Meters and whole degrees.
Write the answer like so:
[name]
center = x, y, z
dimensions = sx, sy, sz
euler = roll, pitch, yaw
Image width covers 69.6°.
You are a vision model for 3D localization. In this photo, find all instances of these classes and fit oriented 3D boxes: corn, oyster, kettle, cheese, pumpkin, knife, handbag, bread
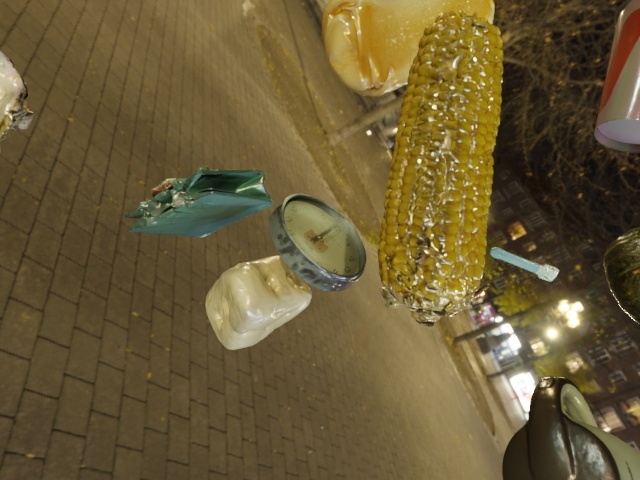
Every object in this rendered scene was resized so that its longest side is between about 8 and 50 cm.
[corn]
center = 0.122, -0.070, 0.477
dimensions = 0.115, 0.115, 0.318
euler = 11, 86, -72
[oyster]
center = -0.473, -0.187, 0.614
dimensions = 0.163, 0.081, 0.191
euler = 16, 55, -48
[kettle]
center = 0.349, 0.302, 0.617
dimensions = 0.236, 0.161, 0.221
euler = 33, 50, -34
[cheese]
center = -0.181, 0.153, 1.091
dimensions = 0.174, 0.247, 0.251
euler = 55, 16, 10
[pumpkin]
center = 0.656, 0.073, 0.882
dimensions = 0.223, 0.157, 0.224
euler = 16, 54, -23
[knife]
center = 0.291, 0.031, 0.662
dimensions = 0.010, 0.096, 0.027
euler = -53, 160, -44
[handbag]
center = -0.281, -0.097, 1.110
dimensions = 0.274, 0.268, 0.100
euler = -2, 73, -59
[bread]
center = 0.137, -0.347, 0.733
dimensions = 0.121, 0.311, 0.173
euler = 37, -31, 55

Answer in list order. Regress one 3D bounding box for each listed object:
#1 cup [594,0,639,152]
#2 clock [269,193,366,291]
[cup]
center = 0.672, -0.338, 0.940
dimensions = 0.203, 0.203, 0.289
euler = 37, 72, -59
[clock]
center = 0.000, 0.000, 0.943
dimensions = 0.226, 0.049, 0.226
euler = 28, 37, -24
